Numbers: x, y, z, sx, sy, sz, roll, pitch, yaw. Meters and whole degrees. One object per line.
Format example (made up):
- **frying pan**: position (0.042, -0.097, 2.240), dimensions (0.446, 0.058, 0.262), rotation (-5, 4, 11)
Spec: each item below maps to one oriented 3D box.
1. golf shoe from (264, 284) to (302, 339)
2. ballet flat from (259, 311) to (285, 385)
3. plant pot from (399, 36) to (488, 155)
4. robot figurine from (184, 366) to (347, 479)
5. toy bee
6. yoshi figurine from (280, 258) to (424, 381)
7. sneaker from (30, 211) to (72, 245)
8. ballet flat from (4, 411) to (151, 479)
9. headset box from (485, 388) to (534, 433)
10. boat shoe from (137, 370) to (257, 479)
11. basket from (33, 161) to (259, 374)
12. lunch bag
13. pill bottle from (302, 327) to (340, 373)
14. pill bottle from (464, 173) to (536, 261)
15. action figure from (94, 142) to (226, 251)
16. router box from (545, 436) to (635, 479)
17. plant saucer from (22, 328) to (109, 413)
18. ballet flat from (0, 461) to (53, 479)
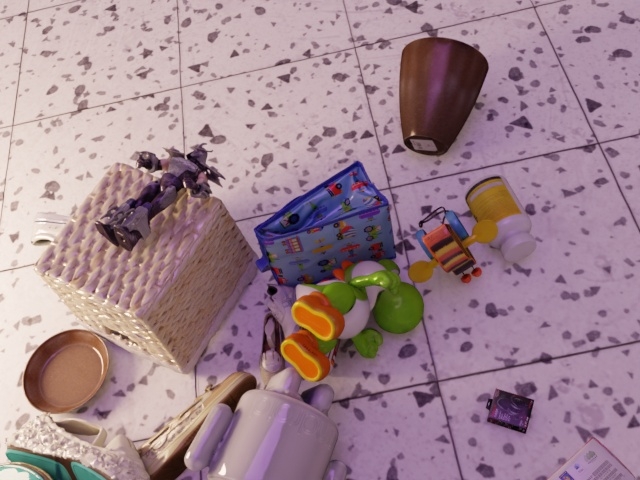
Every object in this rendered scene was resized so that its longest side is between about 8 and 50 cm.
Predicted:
- **golf shoe**: position (-0.081, 0.154, 1.530), dimensions (0.086, 0.069, 0.176), rotation (18, 24, -15)
- **ballet flat**: position (-0.107, 0.230, 1.534), dimensions (0.057, 0.052, 0.168), rotation (-9, 57, 6)
- **plant pot**: position (0.276, -0.330, 1.747), dimensions (0.215, 0.215, 0.230), rotation (10, 75, 17)
- **robot figurine**: position (-0.094, 0.413, 1.325), dimensions (0.300, 0.200, 0.353), rotation (26, 63, -8)
- **toy bee**: position (0.289, 0.017, 1.519), dimensions (0.162, 0.195, 0.298), rotation (55, 34, -3)
- **yoshi figurine**: position (0.093, 0.144, 1.433), dimensions (0.204, 0.203, 0.362), rotation (-15, 9, 36)
- **sneaker**: position (-0.589, -0.007, 1.772), dimensions (0.258, 0.094, 0.091), rotation (6, 77, 20)
- **ballet flat**: position (-0.446, 0.421, 1.411), dimensions (0.409, 0.147, 0.147), rotation (11, 60, 29)
- **headset box**: position (0.361, 0.326, 1.393), dimensions (0.083, 0.032, 0.062), rotation (16, 62, 18)
- **boat shoe**: position (-0.250, 0.358, 1.450), dimensions (0.285, 0.104, 0.089), rotation (-43, 56, -13)
- **basket**: position (-0.366, 0.052, 1.575), dimensions (0.328, 0.266, 0.331), rotation (20, 62, 23)
- **lunch bag**: position (0.000, 0.000, 1.559), dimensions (0.293, 0.221, 0.138), rotation (-27, 56, -7)
- **pill bottle**: position (0.001, 0.197, 1.514), dimensions (0.086, 0.086, 0.152), rotation (9, 59, 16)
- **pill bottle**: position (0.396, -0.048, 1.582), dimensions (0.103, 0.103, 0.184), rotation (-19, 56, -1)
- **action figure**: position (-0.313, -0.102, 1.449), dimensions (0.185, 0.099, 0.285), rotation (20, 58, 33)
- **router box**: position (0.321, 0.488, 1.137), dimensions (0.335, 0.301, 0.082), rotation (-36, 59, -13)
- **plant saucer**: position (-0.553, 0.291, 1.594), dimensions (0.199, 0.036, 0.198), rotation (-5, 58, 8)
- **ballet flat**: position (-0.640, 0.501, 1.424), dimensions (0.349, 0.123, 0.123), rotation (-2, 57, 18)
